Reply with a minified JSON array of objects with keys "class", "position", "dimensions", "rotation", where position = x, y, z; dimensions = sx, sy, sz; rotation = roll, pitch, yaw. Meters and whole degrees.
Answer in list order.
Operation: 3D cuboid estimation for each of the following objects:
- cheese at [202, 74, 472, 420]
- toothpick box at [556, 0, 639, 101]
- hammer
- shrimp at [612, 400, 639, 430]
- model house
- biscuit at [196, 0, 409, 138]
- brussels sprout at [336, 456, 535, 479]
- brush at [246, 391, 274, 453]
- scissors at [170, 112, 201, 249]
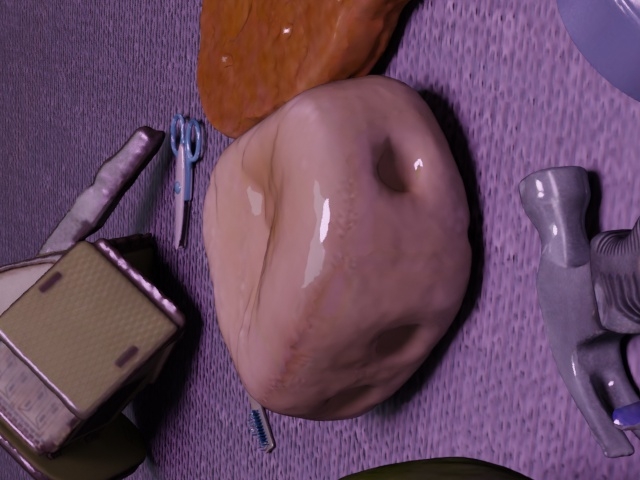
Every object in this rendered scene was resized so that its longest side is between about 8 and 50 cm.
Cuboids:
[{"class":"cheese","position":[0.000,0.000,0.923],"dimensions":[0.218,0.117,0.235],"rotation":[46,127,54]},{"class":"toothpick box","position":[0.179,-0.135,0.594],"dimensions":[0.153,0.101,0.101],"rotation":[-52,47,50]},{"class":"hammer","position":[0.165,0.008,0.664],"dimensions":[0.226,0.041,0.159],"rotation":[133,129,-63]},{"class":"shrimp","position":[0.223,0.113,0.377],"dimensions":[0.410,0.166,0.221],"rotation":[44,167,-1]},{"class":"model house","position":[-0.183,0.052,1.263],"dimensions":[0.218,0.205,0.279],"rotation":[43,104,8]},{"class":"biscuit","position":[-0.015,-0.244,1.002],"dimensions":[0.351,0.057,0.312],"rotation":[-57,43,44]},{"class":"brussels sprout","position":[0.062,0.289,0.644],"dimensions":[0.315,0.276,0.371],"rotation":[-178,93,-66]},{"class":"brush","position":[-0.054,0.131,1.137],"dimensions":[0.016,0.013,0.084],"rotation":[121,140,-48]},{"class":"scissors","position":[-0.120,-0.050,1.250],"dimensions":[0.058,0.014,0.119],"rotation":[21,111,56]}]
